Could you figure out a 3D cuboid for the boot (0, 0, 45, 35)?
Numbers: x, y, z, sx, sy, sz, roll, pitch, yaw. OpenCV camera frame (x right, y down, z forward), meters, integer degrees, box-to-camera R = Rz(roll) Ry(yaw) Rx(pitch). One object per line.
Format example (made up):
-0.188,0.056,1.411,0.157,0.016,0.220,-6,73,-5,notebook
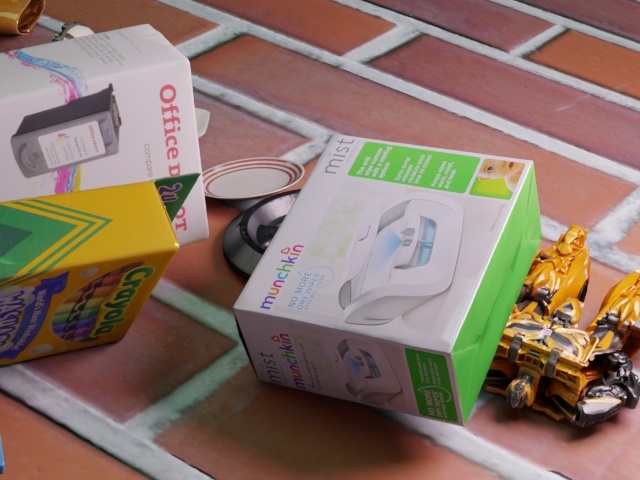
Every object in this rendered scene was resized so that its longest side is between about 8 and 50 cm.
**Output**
-0.537,-0.330,1.946,0.211,0.104,0.295,14,28,10,boot

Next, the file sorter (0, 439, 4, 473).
-0.339,0.180,1.163,0.118,0.104,0.170,-3,33,-17,file sorter

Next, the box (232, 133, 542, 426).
0.076,0.033,1.377,0.231,0.126,0.262,11,51,24,box

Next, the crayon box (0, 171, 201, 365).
-0.274,0.039,1.295,0.323,0.203,0.083,-11,66,-31,crayon box

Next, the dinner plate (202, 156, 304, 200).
-0.089,-0.073,1.688,0.141,0.017,0.141,-6,21,2,dinner plate

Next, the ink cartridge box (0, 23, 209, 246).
-0.287,-0.080,1.418,0.306,0.226,0.131,-15,32,-20,ink cartridge box

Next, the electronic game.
0.000,0.000,1.582,0.229,0.048,0.229,-1,29,1,electronic game

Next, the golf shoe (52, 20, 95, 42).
-0.314,-0.194,1.784,0.120,0.105,0.272,10,37,-4,golf shoe

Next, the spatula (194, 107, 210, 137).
-0.242,-0.124,1.759,0.168,0.019,0.242,9,31,1,spatula

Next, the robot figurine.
0.267,0.089,1.462,0.211,0.085,0.291,21,34,22,robot figurine
